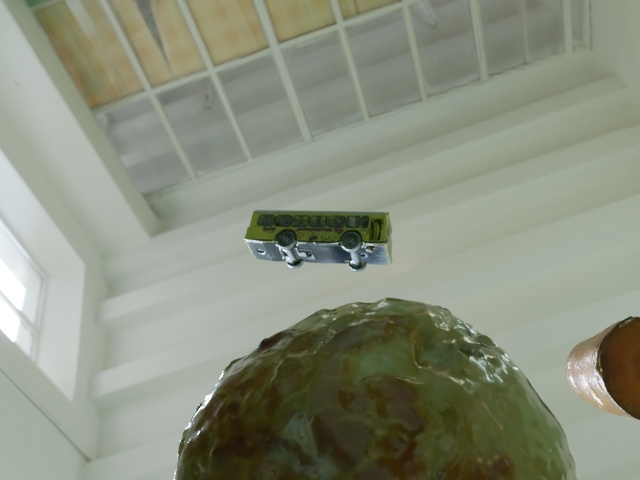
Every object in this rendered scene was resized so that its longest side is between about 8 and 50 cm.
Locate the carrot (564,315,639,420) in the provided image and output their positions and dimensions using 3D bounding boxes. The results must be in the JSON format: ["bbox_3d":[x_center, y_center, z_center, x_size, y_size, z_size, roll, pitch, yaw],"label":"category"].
[{"bbox_3d":[0.462,0.209,1.184,0.159,0.225,0.159,2,-102,-11],"label":"carrot"}]

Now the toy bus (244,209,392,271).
[{"bbox_3d":[0.000,0.000,1.158,0.227,0.081,0.074,0,-122,15],"label":"toy bus"}]

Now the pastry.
[{"bbox_3d":[0.035,0.245,0.678,0.389,0.388,0.313,25,-159,39],"label":"pastry"}]
